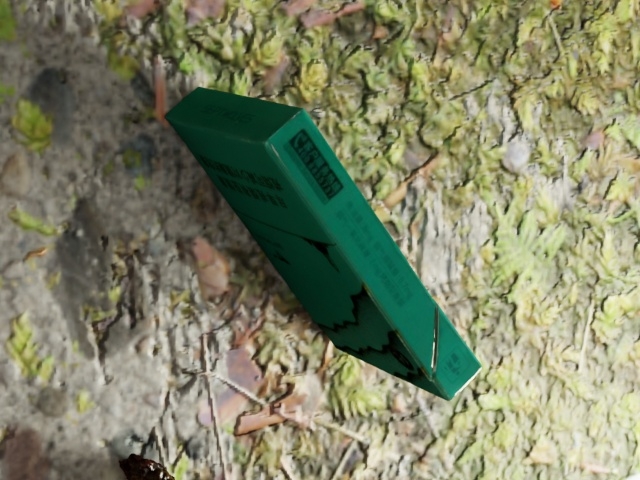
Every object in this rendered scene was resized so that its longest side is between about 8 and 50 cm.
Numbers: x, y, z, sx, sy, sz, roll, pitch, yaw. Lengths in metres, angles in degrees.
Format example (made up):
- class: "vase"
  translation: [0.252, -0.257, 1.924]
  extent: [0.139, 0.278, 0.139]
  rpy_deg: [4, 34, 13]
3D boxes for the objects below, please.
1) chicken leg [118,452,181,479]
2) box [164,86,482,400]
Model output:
- class: "chicken leg"
  translation: [-0.086, 0.200, 1.097]
  extent: [0.037, 0.062, 0.145]
  rpy_deg: [-45, 109, -14]
- class: "box"
  translation: [0.000, 0.000, 1.050]
  extent: [0.042, 0.161, 0.226]
  rpy_deg: [-43, 116, -14]
